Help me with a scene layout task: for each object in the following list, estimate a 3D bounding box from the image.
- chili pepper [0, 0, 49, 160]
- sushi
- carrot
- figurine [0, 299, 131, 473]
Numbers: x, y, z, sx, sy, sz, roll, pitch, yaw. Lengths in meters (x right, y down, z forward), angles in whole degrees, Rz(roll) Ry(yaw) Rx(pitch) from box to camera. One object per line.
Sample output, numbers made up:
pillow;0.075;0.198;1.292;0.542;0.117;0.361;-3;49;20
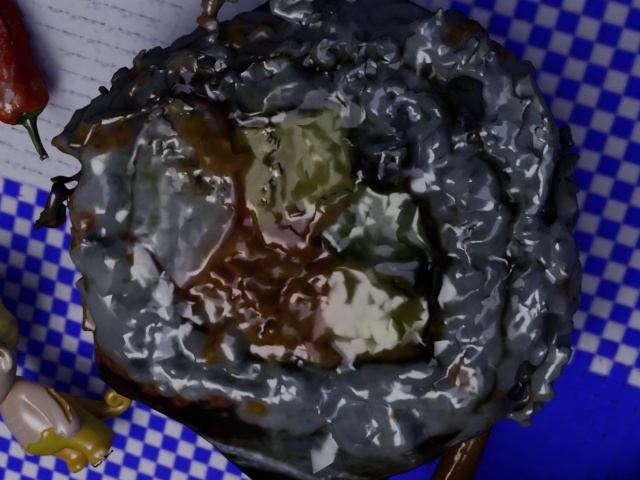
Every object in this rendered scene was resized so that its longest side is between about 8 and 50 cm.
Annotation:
chili pepper;-0.261;-0.150;0.942;0.059;0.050;0.191;-24;88;23
sushi;0.002;-0.004;0.858;0.417;0.176;0.417;5;109;15
carrot;0.115;0.178;0.964;0.037;0.037;0.190;24;108;6
figurine;-0.284;0.109;0.987;0.246;0.131;0.156;42;137;-21
